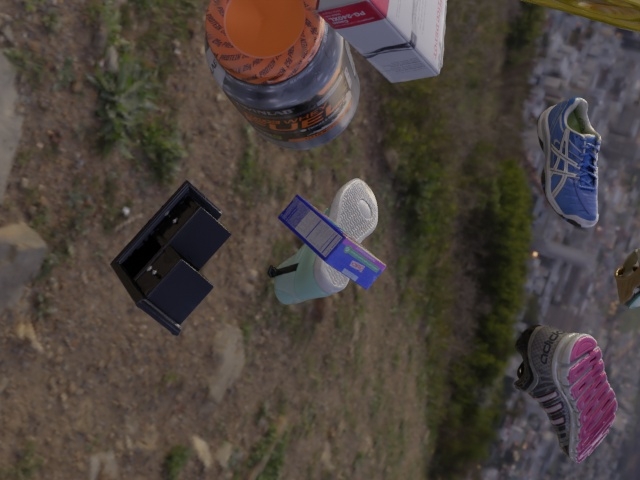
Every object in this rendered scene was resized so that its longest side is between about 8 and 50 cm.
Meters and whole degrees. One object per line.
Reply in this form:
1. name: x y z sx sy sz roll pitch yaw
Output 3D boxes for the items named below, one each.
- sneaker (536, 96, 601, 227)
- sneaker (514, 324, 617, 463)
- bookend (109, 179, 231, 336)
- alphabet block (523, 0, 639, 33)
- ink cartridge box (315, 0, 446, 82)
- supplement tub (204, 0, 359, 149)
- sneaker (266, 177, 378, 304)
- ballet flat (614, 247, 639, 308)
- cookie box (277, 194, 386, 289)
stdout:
1. sneaker: 0.388 -0.122 1.339 0.081 0.080 0.211 137 -52 -60
2. sneaker: 0.219 0.136 0.798 0.063 0.074 0.170 -42 133 -20
3. bookend: -0.181 0.019 1.137 0.156 0.157 0.072 -48 121 -3
4. alphabet block: 0.239 -0.266 0.638 0.192 0.193 0.197 -71 176 -78
5. ink cartridge box: 0.066 -0.242 0.878 0.150 0.063 0.109 31 60 -51
6. supplement tub: -0.052 -0.257 1.257 0.316 0.193 0.194 43 69 -78
7. sneaker: 0.000 0.000 1.474 0.094 0.151 0.256 48 44 -22
8. ballet flat: 0.467 0.041 1.241 0.232 0.080 0.073 91 -17 -74
9. cookie box: 0.014 0.002 1.036 0.040 0.107 0.092 -51 137 3
